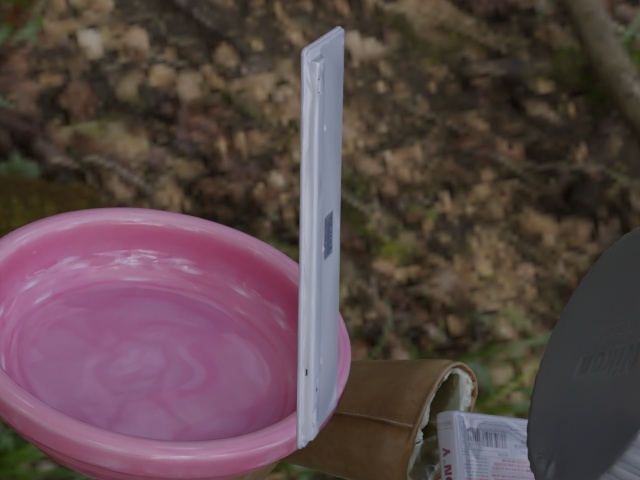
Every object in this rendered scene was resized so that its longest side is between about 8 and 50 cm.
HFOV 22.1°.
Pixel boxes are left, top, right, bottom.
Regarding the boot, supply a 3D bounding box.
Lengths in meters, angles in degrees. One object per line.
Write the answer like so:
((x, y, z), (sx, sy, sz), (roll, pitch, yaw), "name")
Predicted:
((-0.011, 0.201, 1.515), (0.089, 0.269, 0.236), (38, 67, -42), "boot")

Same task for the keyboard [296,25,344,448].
((0.000, 0.000, 1.011), (0.072, 0.014, 0.256), (-56, 149, -67), "keyboard")

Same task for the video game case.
((0.167, 0.240, 1.370), (0.201, 0.023, 0.183), (14, 68, -51), "video game case")

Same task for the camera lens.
((0.308, 0.129, 1.112), (0.219, 0.274, 0.219), (-59, -164, 27), "camera lens")

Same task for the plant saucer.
((-0.143, 0.096, 1.386), (0.332, 0.332, 0.084), (-75, 179, -57), "plant saucer")
